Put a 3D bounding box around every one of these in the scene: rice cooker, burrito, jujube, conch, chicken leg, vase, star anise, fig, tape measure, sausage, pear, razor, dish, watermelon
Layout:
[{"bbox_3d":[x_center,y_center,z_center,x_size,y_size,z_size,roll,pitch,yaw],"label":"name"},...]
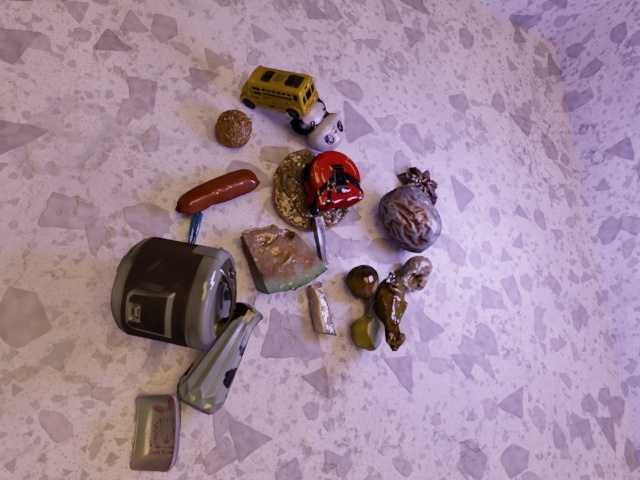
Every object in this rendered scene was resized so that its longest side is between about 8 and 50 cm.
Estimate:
[{"bbox_3d":[-0.422,0.166,1.241,0.326,0.335,0.334,12,67,1],"label":"rice cooker"},{"bbox_3d":[0.000,0.275,1.599,0.087,0.060,0.225,-6,77,-32],"label":"burrito"},{"bbox_3d":[0.396,-0.099,1.809,0.308,0.246,0.215,45,41,9],"label":"jujube"},{"bbox_3d":[0.428,0.155,1.804,0.207,0.130,0.155,-32,93,-49],"label":"conch"},{"bbox_3d":[0.284,0.304,1.650,0.141,0.211,0.360,-3,45,14],"label":"chicken leg"},{"bbox_3d":[-0.327,0.386,1.358,0.165,0.165,0.360,36,57,-12],"label":"vase"},{"bbox_3d":[0.499,-0.263,1.998,0.223,0.109,0.235,-34,89,-35],"label":"star anise"},{"bbox_3d":[0.186,0.226,1.684,0.149,0.149,0.244,-15,103,-29],"label":"fig"},{"bbox_3d":[0.046,-0.244,1.675,0.254,0.114,0.260,-12,84,-28],"label":"tape measure"},{"bbox_3d":[-0.387,-0.190,1.533,0.349,0.097,0.093,-28,130,-32],"label":"sausage"},{"bbox_3d":[0.178,0.375,1.630,0.141,0.104,0.140,20,66,-55],"label":"pear"},{"bbox_3d":[-0.474,0.008,1.465,0.082,0.042,0.252,5,66,9],"label":"razor"},{"bbox_3d":[-0.487,0.579,1.230,0.152,0.077,0.212,-8,72,18],"label":"dish"},{"bbox_3d":[-0.145,0.082,1.558,0.265,0.151,0.301,-22,67,-27],"label":"watermelon"}]

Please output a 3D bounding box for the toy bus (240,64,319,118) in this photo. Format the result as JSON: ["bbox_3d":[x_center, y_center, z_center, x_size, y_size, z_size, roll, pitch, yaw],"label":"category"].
[{"bbox_3d":[-0.184,-0.626,1.672,0.332,0.151,0.145,19,68,21],"label":"toy bus"}]

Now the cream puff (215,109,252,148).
[{"bbox_3d":[-0.347,-0.457,1.633,0.150,0.115,0.165,-13,81,-25],"label":"cream puff"}]

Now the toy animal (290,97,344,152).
[{"bbox_3d":[-0.002,-0.502,1.789,0.235,0.165,0.187,42,76,-9],"label":"toy animal"}]

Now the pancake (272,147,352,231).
[{"bbox_3d":[-0.026,-0.218,1.738,0.383,0.071,0.381,6,76,-25],"label":"pancake"}]

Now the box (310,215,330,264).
[{"bbox_3d":[0.000,0.000,1.659,0.041,0.050,0.206,-15,101,-26],"label":"box"}]
